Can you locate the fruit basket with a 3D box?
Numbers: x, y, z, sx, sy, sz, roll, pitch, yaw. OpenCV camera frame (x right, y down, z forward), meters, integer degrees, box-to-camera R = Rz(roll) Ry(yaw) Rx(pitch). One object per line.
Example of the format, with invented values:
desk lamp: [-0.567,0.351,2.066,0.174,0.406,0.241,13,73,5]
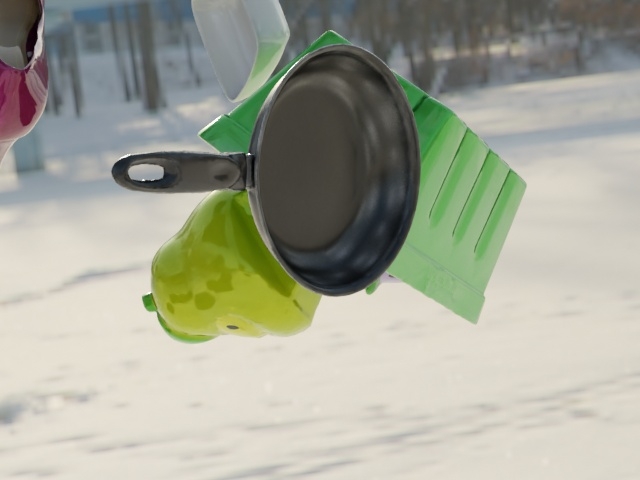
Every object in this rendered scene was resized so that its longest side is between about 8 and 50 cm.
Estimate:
fruit basket: [0.000,0.000,1.720,0.283,0.392,0.392,37,27,25]

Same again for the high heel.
high heel: [-0.321,-0.257,1.683,0.127,0.377,0.181,5,-32,-25]

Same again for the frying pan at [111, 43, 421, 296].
frying pan: [-0.031,-0.028,1.249,0.053,0.197,0.326,5,27,42]

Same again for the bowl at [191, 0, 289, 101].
bowl: [-0.082,-0.233,1.762,0.053,0.142,0.142,-15,-17,-24]
